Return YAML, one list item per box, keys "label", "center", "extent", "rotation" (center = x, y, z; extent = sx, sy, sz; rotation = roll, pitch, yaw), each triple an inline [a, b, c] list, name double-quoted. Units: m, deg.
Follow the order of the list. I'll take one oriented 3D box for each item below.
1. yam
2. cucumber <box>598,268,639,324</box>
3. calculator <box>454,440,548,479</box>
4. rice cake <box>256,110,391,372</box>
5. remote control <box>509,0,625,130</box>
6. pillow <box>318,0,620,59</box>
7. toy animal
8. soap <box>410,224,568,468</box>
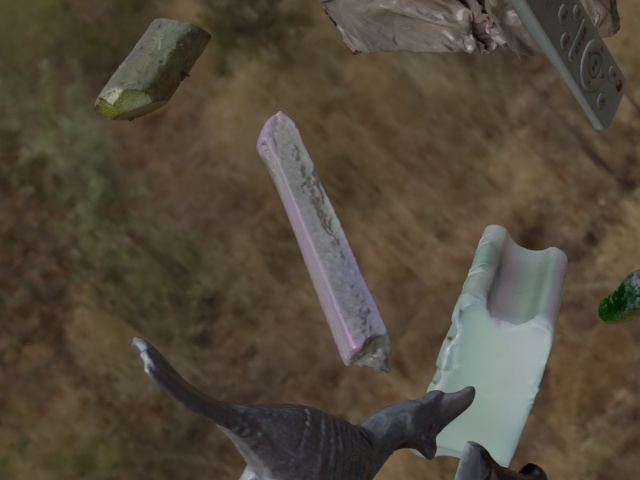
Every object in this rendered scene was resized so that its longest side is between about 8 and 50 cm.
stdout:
- label: "yam"
  center: [-0.178, -0.183, 1.809]
  extent: [0.070, 0.070, 0.146]
  rotation: [0, 53, 55]
- label: "cucumber"
  center: [0.299, 0.057, 1.613]
  extent: [0.039, 0.039, 0.168]
  rotation: [-55, -3, -16]
- label: "calculator"
  center: [0.178, 0.353, 1.748]
  extent: [0.040, 0.177, 0.268]
  rotation: [1, 75, 41]
- label: "rice cake"
  center: [-0.001, 0.000, 2.256]
  extent: [0.064, 0.070, 0.399]
  rotation: [-15, 64, -17]
- label: "remote control"
  center: [0.172, -0.146, 1.190]
  extent: [0.027, 0.184, 0.050]
  rotation: [10, 65, 38]
- label: "pillow"
  center: [0.117, -0.200, 1.388]
  extent: [0.248, 0.135, 0.049]
  rotation: [1, 57, 20]
- label: "toy animal"
  center: [-0.036, 0.197, 1.442]
  extent: [0.081, 0.367, 0.205]
  rotation: [33, 106, 50]
- label: "soap"
  center: [0.203, 0.117, 1.941]
  extent: [0.347, 0.115, 0.208]
  rotation: [-56, -16, -70]
